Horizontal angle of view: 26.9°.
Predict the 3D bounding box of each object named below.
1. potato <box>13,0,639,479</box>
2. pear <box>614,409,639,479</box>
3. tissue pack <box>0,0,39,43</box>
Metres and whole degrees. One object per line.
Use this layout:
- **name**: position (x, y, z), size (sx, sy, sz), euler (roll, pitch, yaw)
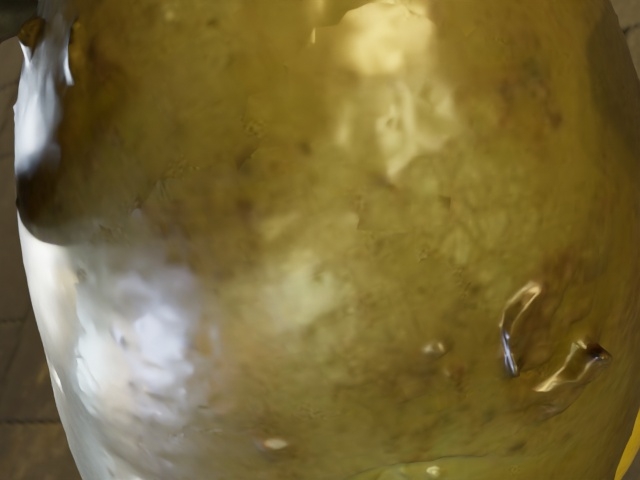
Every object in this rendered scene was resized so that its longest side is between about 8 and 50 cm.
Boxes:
- **potato**: position (0.005, 0.014, 0.468), size (0.219, 0.359, 0.269), euler (-16, 72, -4)
- **pear**: position (0.088, 0.030, 0.809), size (0.285, 0.285, 0.336), euler (-18, 78, 44)
- **tissue pack**: position (-0.190, -0.260, 0.495), size (0.198, 0.370, 0.210), euler (-36, 43, -17)
